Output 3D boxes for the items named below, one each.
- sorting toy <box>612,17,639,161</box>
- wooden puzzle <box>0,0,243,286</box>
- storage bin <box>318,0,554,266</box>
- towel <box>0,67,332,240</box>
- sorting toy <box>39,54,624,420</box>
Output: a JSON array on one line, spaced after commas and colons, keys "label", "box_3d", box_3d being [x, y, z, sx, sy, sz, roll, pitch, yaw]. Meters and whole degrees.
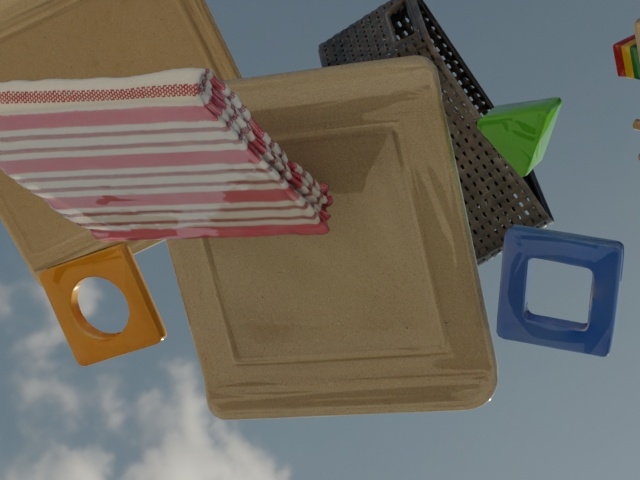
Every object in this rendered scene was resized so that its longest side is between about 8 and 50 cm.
[{"label": "sorting toy", "box_3d": [0.260, -0.100, 1.156, 0.046, 0.132, 0.274, 15, -53, 52]}, {"label": "wooden puzzle", "box_3d": [-0.173, -0.107, 1.329, 0.221, 0.044, 0.239, -25, -70, 1]}, {"label": "storage bin", "box_3d": [0.083, -0.078, 1.236, 0.084, 0.122, 0.180, -31, -62, 12]}, {"label": "towel", "box_3d": [-0.088, -0.043, 0.849, 0.144, 0.197, 0.029, -2, -110, 19]}, {"label": "sorting toy", "box_3d": [0.000, 0.000, 0.954, 0.347, 0.047, 0.196, -5, -74, 24]}]
